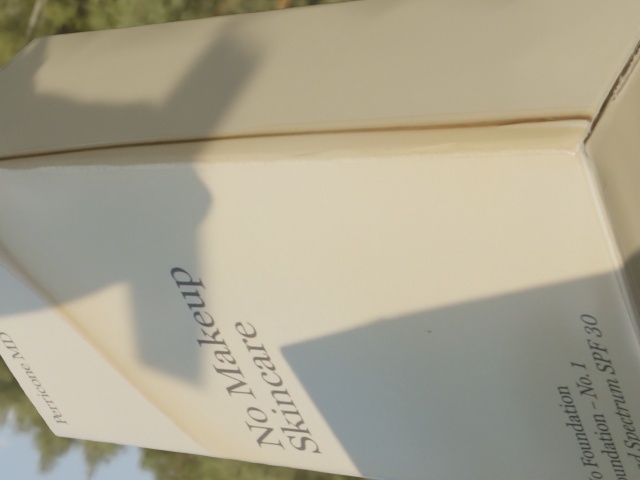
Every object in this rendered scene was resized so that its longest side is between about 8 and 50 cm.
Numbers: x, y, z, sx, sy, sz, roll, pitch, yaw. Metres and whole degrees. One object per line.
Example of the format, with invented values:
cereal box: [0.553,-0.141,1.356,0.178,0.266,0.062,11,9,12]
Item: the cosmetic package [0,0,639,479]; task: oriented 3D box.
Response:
cosmetic package: [0.000,0.000,0.536,0.309,0.113,0.160,-1,127,37]
